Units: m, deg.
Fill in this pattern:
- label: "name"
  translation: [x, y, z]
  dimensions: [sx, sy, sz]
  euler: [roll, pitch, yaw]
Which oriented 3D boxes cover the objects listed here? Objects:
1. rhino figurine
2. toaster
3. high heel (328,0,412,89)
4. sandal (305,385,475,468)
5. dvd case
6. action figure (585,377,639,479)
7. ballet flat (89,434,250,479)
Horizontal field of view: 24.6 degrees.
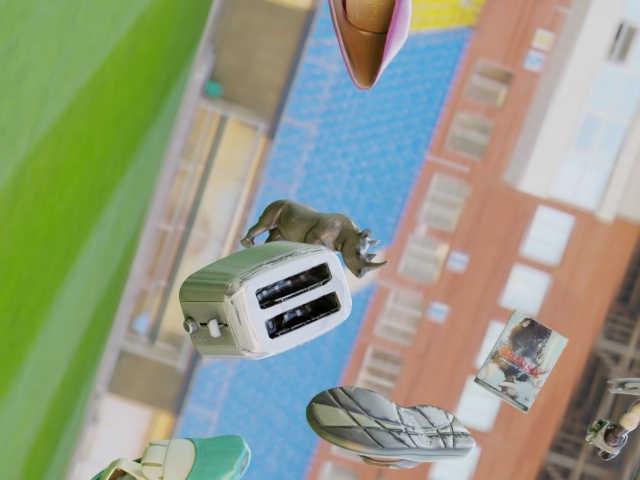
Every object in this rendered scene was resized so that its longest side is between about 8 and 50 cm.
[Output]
- label: "rhino figurine"
  translation: [0.000, 0.000, 2.301]
  dimensions: [0.106, 0.243, 0.073]
  euler: [-62, 150, -18]
- label: "toaster"
  translation: [-0.060, 0.075, 1.903]
  dimensions: [0.146, 0.227, 0.129]
  euler: [2, -70, 61]
- label: "high heel"
  translation: [0.051, -0.322, 1.660]
  dimensions: [0.377, 0.127, 0.181]
  euler: [56, 39, -67]
- label: "sandal"
  translation: [0.102, 0.294, 2.153]
  dimensions: [0.086, 0.303, 0.120]
  euler: [-51, -138, 27]
- label: "dvd case"
  translation: [0.277, 0.167, 2.032]
  dimensions: [0.119, 0.087, 0.013]
  euler: [-58, 175, -9]
- label: "action figure"
  translation: [0.387, 0.267, 1.656]
  dimensions: [0.099, 0.185, 0.285]
  euler: [29, 71, -72]
- label: "ballet flat"
  translation: [-0.191, 0.277, 1.707]
  dimensions: [0.247, 0.087, 0.083]
  euler: [-29, -138, 36]
